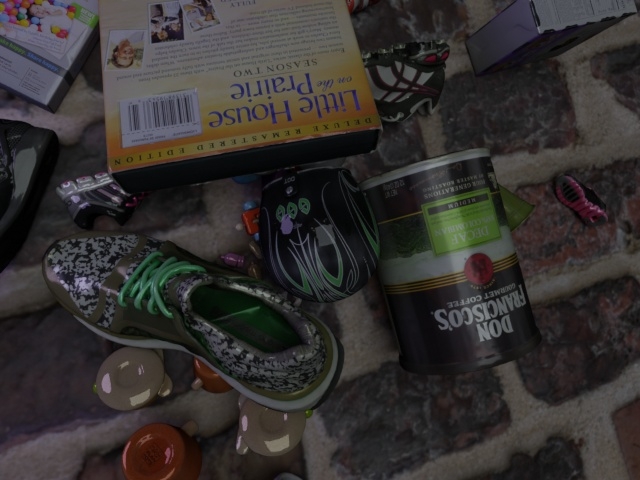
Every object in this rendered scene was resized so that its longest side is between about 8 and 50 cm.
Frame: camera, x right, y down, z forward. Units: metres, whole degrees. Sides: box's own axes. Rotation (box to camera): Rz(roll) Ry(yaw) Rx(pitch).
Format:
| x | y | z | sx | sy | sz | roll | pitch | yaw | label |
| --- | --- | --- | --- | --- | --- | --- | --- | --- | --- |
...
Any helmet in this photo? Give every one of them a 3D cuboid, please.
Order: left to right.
| x | y | z | sx | sy | sz | roll | pitch | yaw | label |
| --- | --- | --- | --- | --- | --- | --- | --- | --- | --- |
| 0.000 | 0.000 | 0.629 | 0.169 | 0.169 | 0.161 | -12 | 82 | -15 | helmet |

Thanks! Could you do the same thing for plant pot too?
| x | y | z | sx | sy | sz | roll | pitch | yaw | label |
| --- | --- | --- | --- | --- | --- | --- | --- | --- | --- |
| 0.298 | -0.056 | 0.814 | 0.079 | 0.083 | 0.083 | 44 | 76 | 5 | plant pot |

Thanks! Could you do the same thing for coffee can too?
| x | y | z | sx | sy | sz | roll | pitch | yaw | label |
| --- | --- | --- | --- | --- | --- | --- | --- | --- | --- |
| 0.179 | 0.028 | 0.707 | 0.201 | 0.201 | 0.275 | -15 | 89 | -15 | coffee can |

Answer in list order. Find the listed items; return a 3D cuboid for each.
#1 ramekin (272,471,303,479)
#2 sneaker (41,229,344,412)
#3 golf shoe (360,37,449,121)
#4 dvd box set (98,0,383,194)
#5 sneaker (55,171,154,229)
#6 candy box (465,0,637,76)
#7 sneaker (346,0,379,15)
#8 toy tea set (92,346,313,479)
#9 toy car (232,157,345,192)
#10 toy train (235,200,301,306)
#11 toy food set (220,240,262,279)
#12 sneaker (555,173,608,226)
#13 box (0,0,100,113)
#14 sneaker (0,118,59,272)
| x | y | z | sx | sy | sz | roll | pitch | yaw | label |
| --- | --- | --- | --- | --- | --- | --- | --- | --- | --- |
| -0.025 | 0.422 | 0.627 | 0.109 | 0.207 | 0.207 | -42 | 97 | -5 | ramekin |
| -0.158 | 0.064 | 0.587 | 0.410 | 0.182 | 0.158 | 20 | 62 | 6 | sneaker |
| 0.092 | -0.229 | 0.729 | 0.273 | 0.105 | 0.120 | -19 | 117 | -29 | golf shoe |
| -0.119 | -0.280 | 0.619 | 0.307 | 0.062 | 0.420 | -11 | 71 | -4 | dvd box set |
| -0.265 | -0.060 | 0.668 | 0.170 | 0.063 | 0.075 | -17 | 90 | -10 | sneaker |
| 0.374 | -0.353 | 0.805 | 0.196 | 0.165 | 0.070 | -18 | 92 | -16 | candy box |
| 0.028 | -0.365 | 0.753 | 0.145 | 0.090 | 0.270 | 2 | 83 | -12 | sneaker |
| -0.129 | 0.228 | 0.676 | 0.336 | 0.124 | 0.200 | -11 | 59 | -12 | toy tea set |
| -0.054 | -0.123 | 0.701 | 0.182 | 0.159 | 0.136 | -1 | 123 | -15 | toy car |
| -0.051 | 0.012 | 0.724 | 0.125 | 0.046 | 0.166 | -24 | 89 | -22 | toy train |
| -0.130 | 0.059 | 0.716 | 0.122 | 0.019 | 0.078 | -40 | 96 | -13 | toy food set |
| 0.474 | -0.081 | 0.880 | 0.119 | 0.047 | 0.057 | 43 | 58 | -10 | sneaker |
| -0.392 | -0.291 | 0.663 | 0.145 | 0.038 | 0.186 | 27 | 78 | -12 | box |
| -0.435 | -0.053 | 0.611 | 0.130 | 0.087 | 0.227 | 17 | 79 | -11 | sneaker |
